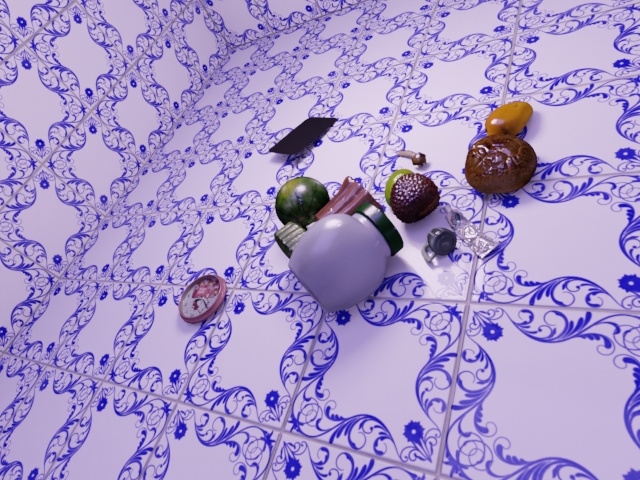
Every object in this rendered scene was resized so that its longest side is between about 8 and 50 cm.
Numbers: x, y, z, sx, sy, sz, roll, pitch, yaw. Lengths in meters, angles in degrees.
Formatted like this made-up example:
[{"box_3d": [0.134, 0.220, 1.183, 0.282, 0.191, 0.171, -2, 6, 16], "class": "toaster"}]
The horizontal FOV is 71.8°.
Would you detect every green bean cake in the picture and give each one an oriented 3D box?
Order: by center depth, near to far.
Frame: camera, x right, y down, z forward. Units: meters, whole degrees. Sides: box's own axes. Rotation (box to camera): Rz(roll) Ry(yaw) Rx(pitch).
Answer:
[{"box_3d": [-0.067, 0.044, 1.704, 0.113, 0.214, 0.200, -40, 41, -10], "class": "green bean cake"}]

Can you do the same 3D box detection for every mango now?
[{"box_3d": [0.734, -0.469, 1.715, 0.219, 0.112, 0.145, -36, 39, -17], "class": "mango"}, {"box_3d": [0.317, -0.210, 1.763, 0.119, 0.100, 0.178, 12, 68, 38], "class": "mango"}]

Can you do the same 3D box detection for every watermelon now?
[{"box_3d": [-0.074, -0.153, 1.875, 0.242, 0.242, 0.242, -19, 44, 19], "class": "watermelon"}]

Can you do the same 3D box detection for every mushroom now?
[{"box_3d": [0.637, -0.273, 1.570, 0.253, 0.153, 0.253, -11, 53, 15], "class": "mushroom"}, {"box_3d": [0.389, -0.356, 1.892, 0.060, 0.061, 0.187, -28, 28, -10], "class": "mushroom"}]

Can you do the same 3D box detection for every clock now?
[{"box_3d": [-0.515, 0.253, 1.936, 0.244, 0.056, 0.244, -17, 45, 18], "class": "clock"}]

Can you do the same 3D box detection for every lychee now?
[{"box_3d": [0.340, -0.166, 1.636, 0.188, 0.188, 0.188, -19, 44, 19], "class": "lychee"}]

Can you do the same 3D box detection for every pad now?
[{"box_3d": [-0.063, -0.547, 2.394, 0.315, 0.063, 0.375, 17, 53, 44], "class": "pad"}]

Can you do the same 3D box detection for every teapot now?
[{"box_3d": [0.395, 0.004, 1.521, 0.124, 0.092, 0.091, -30, 24, -2], "class": "teapot"}]

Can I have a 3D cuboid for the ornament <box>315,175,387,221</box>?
[{"box_3d": [0.109, -0.098, 1.739, 0.217, 0.221, 0.235, -41, 86, 0], "class": "ornament"}]

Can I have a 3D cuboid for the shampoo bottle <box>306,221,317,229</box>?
[{"box_3d": [0.000, 0.000, 1.771, 0.045, 0.152, 0.077, -30, -2, 16], "class": "shampoo bottle"}]

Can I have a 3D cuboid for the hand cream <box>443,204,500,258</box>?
[{"box_3d": [0.502, -0.038, 1.516, 0.084, 0.050, 0.257, -37, 47, 3], "class": "hand cream"}]

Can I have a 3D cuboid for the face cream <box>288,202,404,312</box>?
[{"box_3d": [0.089, 0.056, 1.525, 0.357, 0.312, 0.219, -39, 9, -7], "class": "face cream"}]
